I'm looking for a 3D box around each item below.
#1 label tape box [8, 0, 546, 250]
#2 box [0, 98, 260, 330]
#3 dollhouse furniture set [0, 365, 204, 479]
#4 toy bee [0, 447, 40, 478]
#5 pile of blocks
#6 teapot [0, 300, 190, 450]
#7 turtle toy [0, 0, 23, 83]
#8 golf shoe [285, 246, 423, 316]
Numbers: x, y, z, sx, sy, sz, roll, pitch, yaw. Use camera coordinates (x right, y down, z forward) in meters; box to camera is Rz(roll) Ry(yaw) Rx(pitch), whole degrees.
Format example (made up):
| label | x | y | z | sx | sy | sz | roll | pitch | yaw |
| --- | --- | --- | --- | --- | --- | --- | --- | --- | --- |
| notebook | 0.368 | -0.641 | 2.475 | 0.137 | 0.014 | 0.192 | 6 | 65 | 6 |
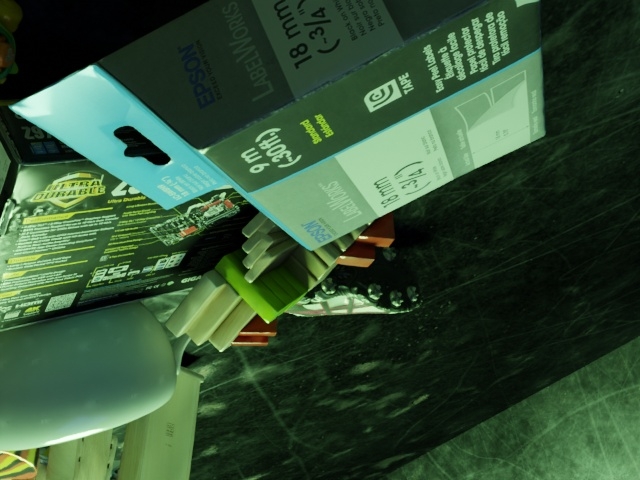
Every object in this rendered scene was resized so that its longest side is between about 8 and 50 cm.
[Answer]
| label | x | y | z | sx | sy | sz | roll | pitch | yaw |
| --- | --- | --- | --- | --- | --- | --- | --- | --- | --- |
| label tape box | -0.009 | -0.087 | 0.587 | 0.333 | 0.106 | 0.240 | -26 | 159 | 8 |
| box | -0.184 | -0.031 | 0.785 | 0.322 | 0.079 | 0.257 | -12 | 149 | -41 |
| dollhouse furniture set | -0.376 | 0.283 | 1.195 | 0.303 | 0.198 | 0.286 | -8 | 154 | 25 |
| toy bee | -0.497 | 0.248 | 0.936 | 0.298 | 0.195 | 0.162 | -20 | 144 | -19 |
| pile of blocks | 0.000 | 0.000 | 0.860 | 0.362 | 0.112 | 0.149 | -46 | 173 | 0 |
| teapot | -0.289 | 0.116 | 0.911 | 0.252 | 0.187 | 0.256 | -11 | -179 | 16 |
| turtle toy | -0.286 | -0.143 | 0.588 | 0.130 | 0.066 | 0.095 | 12 | 135 | -46 |
| golf shoe | 0.026 | 0.061 | 1.142 | 0.272 | 0.105 | 0.120 | 8 | 154 | -35 |
